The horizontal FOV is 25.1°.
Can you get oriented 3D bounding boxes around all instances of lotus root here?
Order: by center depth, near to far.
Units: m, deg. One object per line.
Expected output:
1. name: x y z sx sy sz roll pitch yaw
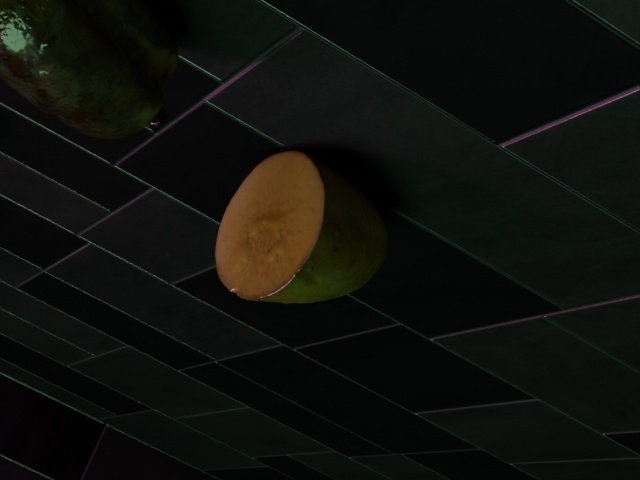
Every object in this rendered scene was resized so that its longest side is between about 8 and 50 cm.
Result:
1. lotus root: -0.245 -0.201 1.371 0.160 0.152 0.275 22 161 32

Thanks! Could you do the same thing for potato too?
1. potato: 0.000 0.000 1.632 0.158 0.178 0.203 17 148 -31
